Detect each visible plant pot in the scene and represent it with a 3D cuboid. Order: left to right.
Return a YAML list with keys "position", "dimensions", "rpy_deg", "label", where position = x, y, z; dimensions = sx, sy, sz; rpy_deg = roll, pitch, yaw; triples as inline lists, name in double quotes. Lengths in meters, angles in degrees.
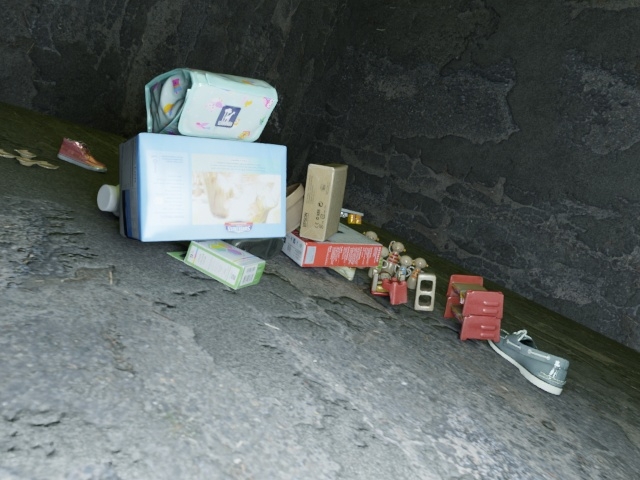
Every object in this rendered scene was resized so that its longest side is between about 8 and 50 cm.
- position: [-0.135, -0.078, 1.440]
  dimensions: [0.110, 0.237, 0.237]
  rpy_deg: [59, 1, -15]
  label: "plant pot"

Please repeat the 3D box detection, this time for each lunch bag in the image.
- position: [-0.255, -0.311, 1.043]
  dimensions: [0.223, 0.160, 0.262]
  rpy_deg: [-3, 0, -42]
  label: "lunch bag"

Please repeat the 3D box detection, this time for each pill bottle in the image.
- position: [-0.518, -0.107, 1.242]
  dimensions: [0.094, 0.094, 0.169]
  rpy_deg: [28, 12, 34]
  label: "pill bottle"

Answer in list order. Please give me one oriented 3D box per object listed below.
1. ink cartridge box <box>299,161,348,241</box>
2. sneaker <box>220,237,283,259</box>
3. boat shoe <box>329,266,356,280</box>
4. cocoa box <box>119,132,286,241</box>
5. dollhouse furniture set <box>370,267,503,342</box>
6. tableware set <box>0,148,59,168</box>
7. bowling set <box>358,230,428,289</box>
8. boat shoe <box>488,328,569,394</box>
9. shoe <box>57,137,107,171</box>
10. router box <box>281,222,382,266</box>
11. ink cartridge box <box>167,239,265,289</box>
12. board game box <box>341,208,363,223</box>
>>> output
- position: [0.013, -0.132, 1.460]
  dimensions: [0.088, 0.235, 0.193]
  rpy_deg: [11, 13, 13]
  label: "ink cartridge box"
- position: [-0.213, -0.002, 1.339]
  dimensions: [0.130, 0.087, 0.227]
  rpy_deg: [35, 21, 31]
  label: "sneaker"
- position: [0.056, 0.091, 1.549]
  dimensions: [0.153, 0.048, 0.056]
  rpy_deg: [21, 17, 37]
  label: "boat shoe"
- position: [-0.281, -0.119, 1.080]
  dimensions: [0.347, 0.232, 0.228]
  rpy_deg: [-3, 5, -34]
  label: "cocoa box"
- position: [0.345, 0.194, 1.392]
  dimensions: [0.373, 0.152, 0.201]
  rpy_deg: [4, 10, 2]
  label: "dollhouse furniture set"
- position: [-0.936, -0.262, 1.425]
  dimensions: [0.168, 0.020, 0.141]
  rpy_deg: [22, 10, 6]
  label: "tableware set"
- position: [0.271, 0.087, 1.665]
  dimensions: [0.286, 0.154, 0.200]
  rpy_deg: [21, 10, -1]
  label: "bowling set"
- position: [0.588, 0.312, 1.276]
  dimensions: [0.116, 0.099, 0.319]
  rpy_deg: [19, 10, -10]
  label: "boat shoe"
- position: [-0.876, -0.317, 1.664]
  dimensions: [0.177, 0.081, 0.063]
  rpy_deg: [20, 10, -7]
  label: "shoe"
- position: [0.000, 0.000, 1.593]
  dimensions: [0.301, 0.082, 0.335]
  rpy_deg: [2, 16, -30]
  label: "router box"
- position: [-0.252, 0.042, 1.091]
  dimensions: [0.209, 0.062, 0.109]
  rpy_deg: [24, 11, 18]
  label: "ink cartridge box"
- position: [-0.075, -0.108, 1.915]
  dimensions: [0.389, 0.050, 0.390]
  rpy_deg: [1, -3, 34]
  label: "board game box"
